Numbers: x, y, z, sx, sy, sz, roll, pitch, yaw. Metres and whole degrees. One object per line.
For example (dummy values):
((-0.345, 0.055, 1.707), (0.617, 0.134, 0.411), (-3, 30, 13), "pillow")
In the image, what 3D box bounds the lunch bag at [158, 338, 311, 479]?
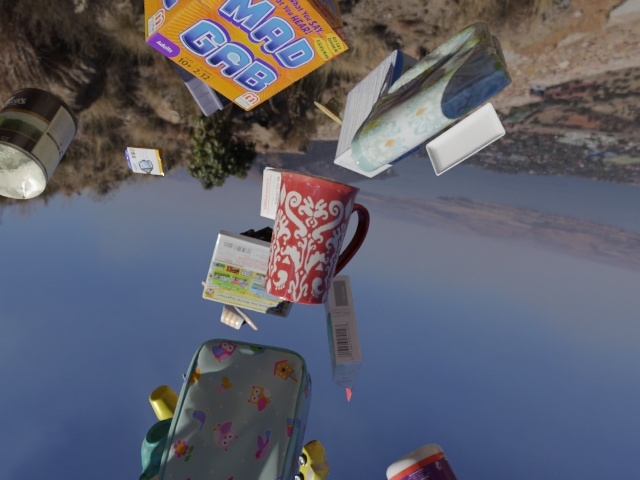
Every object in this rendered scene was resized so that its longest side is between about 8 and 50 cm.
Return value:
((-0.140, 0.309, 0.794), (0.224, 0.279, 0.108), (6, 150, 11), "lunch bag")

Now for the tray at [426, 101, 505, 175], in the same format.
((0.506, -0.349, 1.642), (0.270, 0.145, 0.030), (-32, 147, 33), "tray")

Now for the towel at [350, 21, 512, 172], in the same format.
((0.230, -0.316, 1.000), (0.090, 0.320, 0.374), (46, -146, -17), "towel")

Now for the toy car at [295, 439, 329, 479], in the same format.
((-0.036, 0.572, 0.978), (0.053, 0.239, 0.225), (11, -142, 42), "toy car")

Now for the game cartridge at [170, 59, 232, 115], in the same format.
((-0.307, -0.616, 1.626), (0.068, 0.355, 0.230), (45, 169, 46), "game cartridge")

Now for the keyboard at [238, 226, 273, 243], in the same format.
((-0.217, -0.004, 1.547), (0.108, 0.023, 0.180), (28, -146, 28), "keyboard")

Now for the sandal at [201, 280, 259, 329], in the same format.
((-0.328, 0.245, 1.634), (0.265, 0.076, 0.102), (37, 168, 12), "sandal")

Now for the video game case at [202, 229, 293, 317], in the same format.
((-0.161, 0.089, 1.162), (0.227, 0.206, 0.026), (16, -148, -11), "video game case")

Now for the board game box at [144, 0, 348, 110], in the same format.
((-0.195, -0.635, 1.208), (0.356, 0.356, 0.356), (-22, 155, 27), "board game box")

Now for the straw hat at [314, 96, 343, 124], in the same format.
((0.049, -0.478, 1.675), (0.144, 0.061, 0.144), (35, -172, -6), "straw hat")

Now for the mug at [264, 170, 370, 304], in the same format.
((-0.001, 0.001, 0.663), (0.150, 0.169, 0.113), (12, -176, -10), "mug")

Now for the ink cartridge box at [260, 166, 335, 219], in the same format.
((-0.072, -0.103, 1.095), (0.198, 0.115, 0.067), (15, -163, 29), "ink cartridge box")

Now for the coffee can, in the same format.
((-0.863, -0.287, 1.374), (0.201, 0.201, 0.275), (10, -134, -13), "coffee can")

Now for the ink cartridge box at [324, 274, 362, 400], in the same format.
((0.034, 0.203, 0.942), (0.056, 0.181, 0.224), (-1, 144, -8), "ink cartridge box")

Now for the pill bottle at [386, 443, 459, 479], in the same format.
((0.329, 0.748, 1.286), (0.181, 0.181, 0.323), (7, -137, -43), "pill bottle")

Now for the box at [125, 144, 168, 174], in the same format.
((-0.535, -0.247, 1.434), (0.136, 0.081, 0.028), (10, -149, 23), "box")

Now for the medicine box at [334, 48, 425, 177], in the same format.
((0.188, -0.370, 1.420), (0.149, 0.263, 0.289), (19, 162, -23), "medicine box")

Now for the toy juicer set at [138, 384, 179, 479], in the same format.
((-0.300, 0.436, 1.027), (0.209, 0.089, 0.329), (-20, -154, 5), "toy juicer set")
